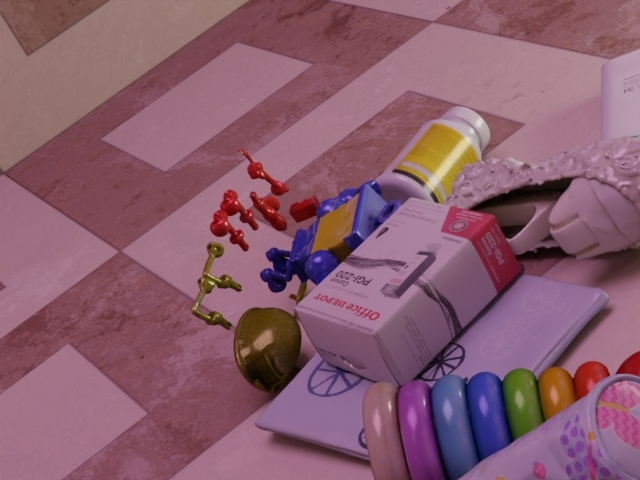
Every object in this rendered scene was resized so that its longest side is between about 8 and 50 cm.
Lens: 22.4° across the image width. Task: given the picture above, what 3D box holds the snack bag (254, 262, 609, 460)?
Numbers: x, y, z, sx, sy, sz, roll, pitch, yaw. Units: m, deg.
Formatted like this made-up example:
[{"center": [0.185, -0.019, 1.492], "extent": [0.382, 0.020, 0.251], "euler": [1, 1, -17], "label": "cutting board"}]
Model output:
[{"center": [0.132, 0.139, 1.868], "extent": [0.342, 0.037, 0.323], "euler": [9, 46, 48], "label": "snack bag"}]

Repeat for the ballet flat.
[{"center": [0.287, -0.028, 1.901], "extent": [0.147, 0.147, 0.409], "euler": [-45, 21, -29], "label": "ballet flat"}]

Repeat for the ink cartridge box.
[{"center": [0.101, 0.058, 1.894], "extent": [0.218, 0.092, 0.158], "euler": [-45, 32, -22], "label": "ink cartridge box"}]

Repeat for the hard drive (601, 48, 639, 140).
[{"center": [0.471, -0.169, 2.054], "extent": [0.233, 0.047, 0.353], "euler": [-19, 27, 20], "label": "hard drive"}]

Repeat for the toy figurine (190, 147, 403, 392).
[{"center": [0.000, 0.000, 2.052], "extent": [0.217, 0.191, 0.363], "euler": [-23, 29, 26], "label": "toy figurine"}]

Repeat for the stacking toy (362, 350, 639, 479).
[{"center": [0.215, 0.180, 1.606], "extent": [0.330, 0.141, 0.141], "euler": [-13, 29, 9], "label": "stacking toy"}]

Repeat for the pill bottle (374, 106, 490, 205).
[{"center": [0.155, -0.099, 2.192], "extent": [0.103, 0.103, 0.184], "euler": [-2, 38, 45], "label": "pill bottle"}]

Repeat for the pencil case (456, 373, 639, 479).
[{"center": [0.206, 0.221, 1.445], "extent": [0.124, 0.113, 0.273], "euler": [-20, -16, -41], "label": "pencil case"}]
